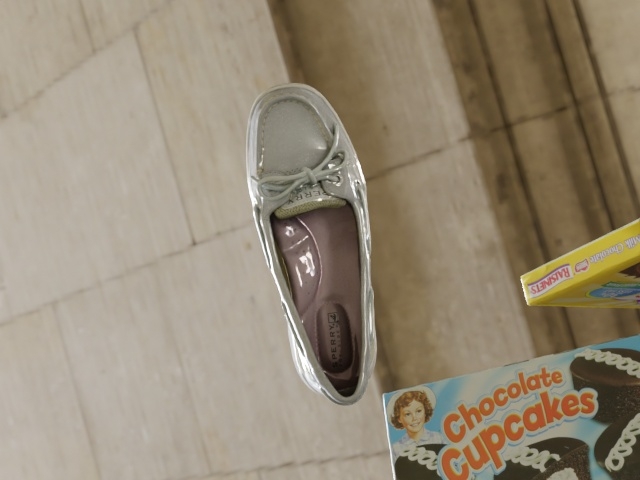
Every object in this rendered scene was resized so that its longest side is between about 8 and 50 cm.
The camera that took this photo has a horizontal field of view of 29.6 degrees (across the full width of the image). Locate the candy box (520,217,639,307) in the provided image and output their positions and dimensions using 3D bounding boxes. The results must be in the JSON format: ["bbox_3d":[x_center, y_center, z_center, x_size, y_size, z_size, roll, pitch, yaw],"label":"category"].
[{"bbox_3d":[0.242,0.020,0.812,0.205,0.027,0.105,4,-21,-37],"label":"candy box"}]

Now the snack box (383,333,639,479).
[{"bbox_3d":[0.233,0.222,1.282,0.322,0.187,0.060,-17,-24,21],"label":"snack box"}]

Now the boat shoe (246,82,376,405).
[{"bbox_3d":[-0.002,0.002,1.194,0.118,0.320,0.103,-8,3,-5],"label":"boat shoe"}]
